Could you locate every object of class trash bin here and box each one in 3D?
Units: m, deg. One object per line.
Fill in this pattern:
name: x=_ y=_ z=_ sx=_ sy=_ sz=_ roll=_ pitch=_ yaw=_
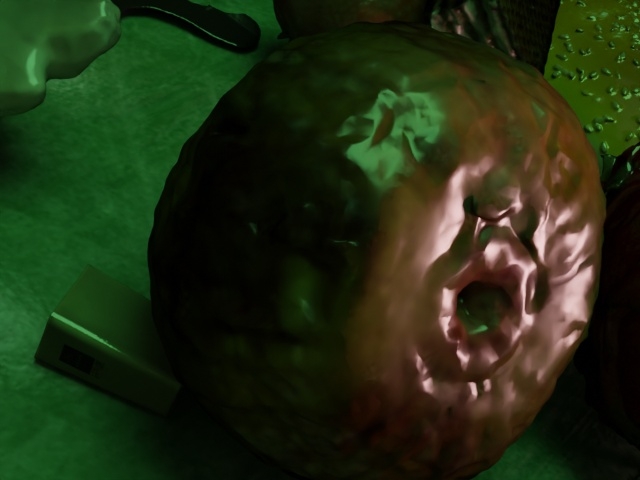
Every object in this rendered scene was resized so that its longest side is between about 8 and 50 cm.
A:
trash bin: x=-0.122 y=0.064 z=0.818 sx=0.092 sy=0.043 sz=0.061 roll=26 pitch=38 yaw=0

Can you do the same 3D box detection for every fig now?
fig: x=0.000 y=0.000 z=0.845 sx=0.286 sy=0.286 sz=0.369 roll=1 pitch=8 yaw=-27

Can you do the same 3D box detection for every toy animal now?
toy animal: x=-0.253 y=-0.197 z=0.966 sx=0.308 sy=0.188 sz=0.266 roll=22 pitch=68 yaw=13

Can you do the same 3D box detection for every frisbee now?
frisbee: x=-0.165 y=-0.225 z=1.152 sx=0.211 sy=0.012 sz=0.187 roll=0 pitch=44 yaw=-27

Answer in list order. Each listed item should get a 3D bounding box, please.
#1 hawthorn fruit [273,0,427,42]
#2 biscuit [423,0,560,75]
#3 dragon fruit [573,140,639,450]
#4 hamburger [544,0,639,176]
hawthorn fruit: x=0.042 y=-0.211 z=1.102 sx=0.149 sy=0.189 sz=0.149 roll=42 pitch=14 yaw=-13
biscuit: x=0.155 y=-0.224 z=1.116 sx=0.070 sy=0.106 sz=0.252 roll=-10 pitch=39 yaw=29
dragon fruit: x=0.291 y=0.058 z=0.885 sx=0.299 sy=0.244 sz=0.244 roll=57 pitch=41 yaw=-6
hamburger: x=0.283 y=-0.114 z=1.157 sx=0.227 sy=0.151 sz=0.295 roll=-15 pitch=55 yaw=-35
